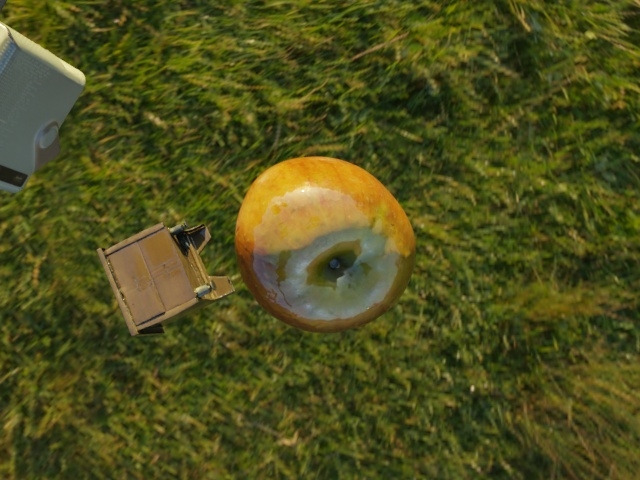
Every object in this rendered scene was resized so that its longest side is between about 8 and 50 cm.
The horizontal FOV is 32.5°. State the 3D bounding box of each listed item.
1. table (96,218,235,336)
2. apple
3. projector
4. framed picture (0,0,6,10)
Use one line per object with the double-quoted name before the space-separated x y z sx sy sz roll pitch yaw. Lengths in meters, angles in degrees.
"table" -0.135 0.030 0.978 0.082 0.070 0.083 -26 81 11
"apple" 0.000 0.000 1.330 0.210 0.173 0.235 -30 127 -4
"projector" -0.397 -0.169 1.268 0.163 0.242 0.177 33 90 13
"framed picture" -0.351 -0.326 0.942 0.289 0.016 0.213 40 104 11
